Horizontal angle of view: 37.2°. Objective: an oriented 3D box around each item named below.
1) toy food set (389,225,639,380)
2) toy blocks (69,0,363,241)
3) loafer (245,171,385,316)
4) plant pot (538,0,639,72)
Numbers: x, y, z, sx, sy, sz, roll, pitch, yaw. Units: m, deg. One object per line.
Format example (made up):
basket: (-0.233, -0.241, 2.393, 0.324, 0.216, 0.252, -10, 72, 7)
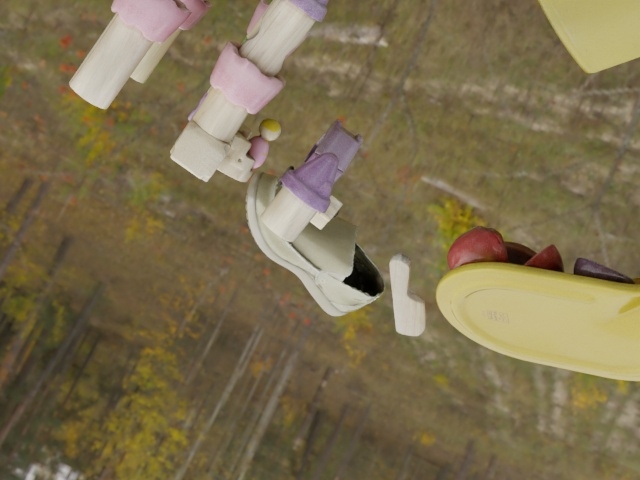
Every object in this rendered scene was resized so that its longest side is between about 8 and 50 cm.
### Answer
toy food set: (0.157, 0.030, 0.669, 0.217, 0.071, 0.128, 10, 150, 22)
toy blocks: (-0.041, -0.191, 0.971, 0.309, 0.260, 0.288, 36, -169, -11)
loafer: (0.000, 0.000, 1.216, 0.092, 0.102, 0.268, -13, 141, 28)
plant pot: (0.360, -0.336, 1.167, 0.212, 0.212, 0.187, -18, 131, 14)
